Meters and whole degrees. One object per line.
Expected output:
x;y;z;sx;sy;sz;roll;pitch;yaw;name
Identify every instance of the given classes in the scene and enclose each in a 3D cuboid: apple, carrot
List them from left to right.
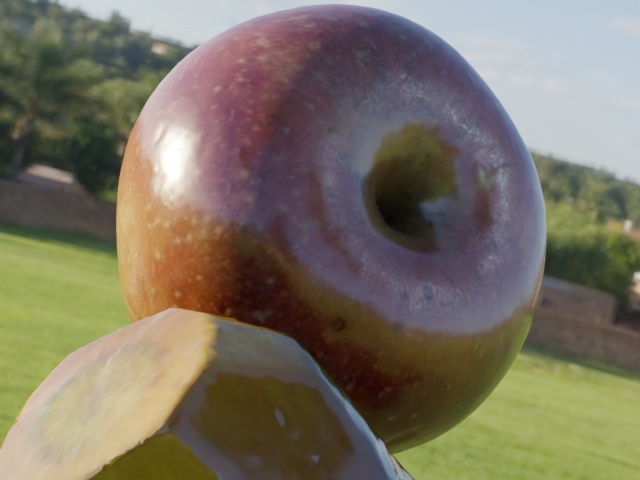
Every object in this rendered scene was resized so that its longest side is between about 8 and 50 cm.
0.000;0.000;0.611;0.201;0.201;0.162;12;-19;-34;apple
0.019;0.148;0.456;0.302;0.114;0.114;51;-16;-28;carrot
